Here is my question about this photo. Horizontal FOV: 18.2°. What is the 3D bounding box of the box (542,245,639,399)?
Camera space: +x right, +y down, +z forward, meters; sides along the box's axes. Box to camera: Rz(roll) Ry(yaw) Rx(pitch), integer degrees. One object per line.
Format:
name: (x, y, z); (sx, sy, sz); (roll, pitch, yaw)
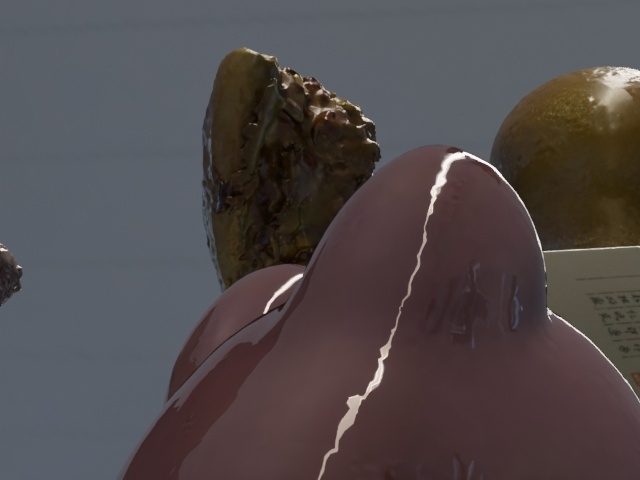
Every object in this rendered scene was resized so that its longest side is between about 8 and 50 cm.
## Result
box: (0.224, 0.090, 1.550); (0.365, 0.204, 0.051); (-3, -47, -23)

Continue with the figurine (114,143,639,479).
figurine: (0.016, 0.131, 0.708); (0.211, 0.261, 0.270); (42, -36, -6)

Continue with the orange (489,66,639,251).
orange: (0.282, -0.064, 1.956); (0.236, 0.236, 0.236); (7, -33, 5)

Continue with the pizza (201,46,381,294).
pizza: (0.000, 0.000, 1.394); (0.086, 0.161, 0.305); (17, -46, 56)

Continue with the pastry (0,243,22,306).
pastry: (-0.274, -0.010, 0.963); (0.112, 0.102, 0.265); (22, -5, 38)
